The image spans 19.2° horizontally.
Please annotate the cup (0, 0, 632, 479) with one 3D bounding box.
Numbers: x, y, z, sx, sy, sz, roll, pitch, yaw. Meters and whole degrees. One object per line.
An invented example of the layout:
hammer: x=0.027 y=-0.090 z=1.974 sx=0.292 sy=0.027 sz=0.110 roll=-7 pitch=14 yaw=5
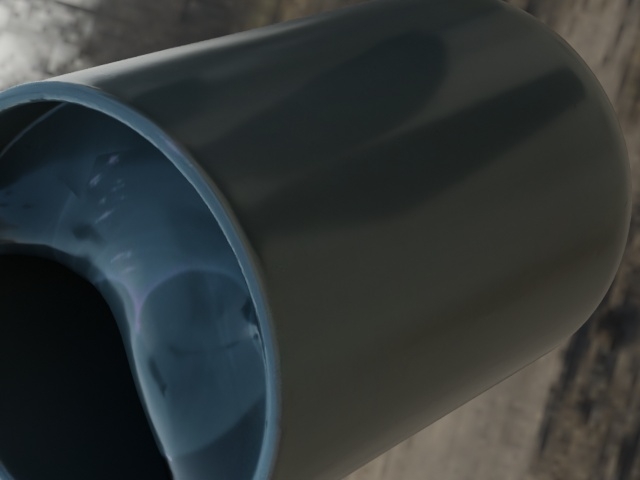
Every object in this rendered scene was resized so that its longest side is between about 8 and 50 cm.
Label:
cup: x=0.000 y=0.000 z=0.866 sx=0.312 sy=0.205 sz=0.205 roll=-22 pitch=-40 yaw=-47
